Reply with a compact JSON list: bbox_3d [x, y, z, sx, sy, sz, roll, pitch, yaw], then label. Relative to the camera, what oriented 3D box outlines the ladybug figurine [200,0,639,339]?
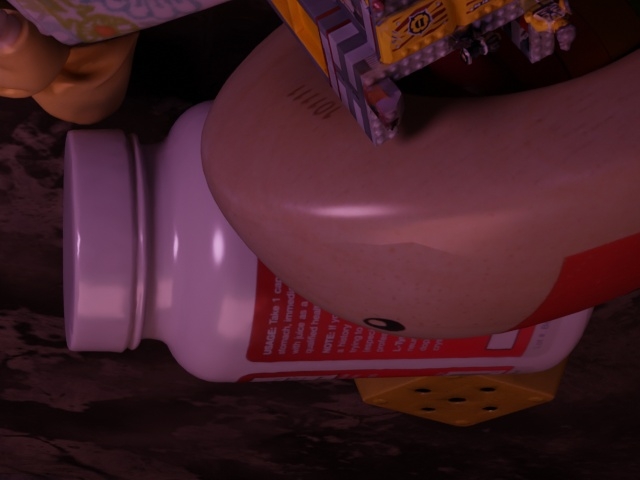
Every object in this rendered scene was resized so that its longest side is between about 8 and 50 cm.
[{"bbox_3d":[0.147,-0.082,0.727,0.449,0.305,0.162,-28,126,-20],"label":"ladybug figurine"}]

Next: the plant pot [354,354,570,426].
[{"bbox_3d":[0.139,0.076,1.292,0.212,0.187,0.212,19,150,-31],"label":"plant pot"}]

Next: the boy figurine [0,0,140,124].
[{"bbox_3d":[-0.245,-0.160,0.898,0.285,0.092,0.177,22,-177,-39],"label":"boy figurine"}]

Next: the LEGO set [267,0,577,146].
[{"bbox_3d":[0.083,-0.194,0.532,0.331,0.192,0.255,-24,146,-15],"label":"LEGO set"}]

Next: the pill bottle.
[{"bbox_3d":[0.000,0.000,1.030,0.408,0.229,0.229,0,157,-15],"label":"pill bottle"}]

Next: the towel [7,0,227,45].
[{"bbox_3d":[-0.082,-0.254,0.688,0.374,0.090,0.320,-14,155,20],"label":"towel"}]
